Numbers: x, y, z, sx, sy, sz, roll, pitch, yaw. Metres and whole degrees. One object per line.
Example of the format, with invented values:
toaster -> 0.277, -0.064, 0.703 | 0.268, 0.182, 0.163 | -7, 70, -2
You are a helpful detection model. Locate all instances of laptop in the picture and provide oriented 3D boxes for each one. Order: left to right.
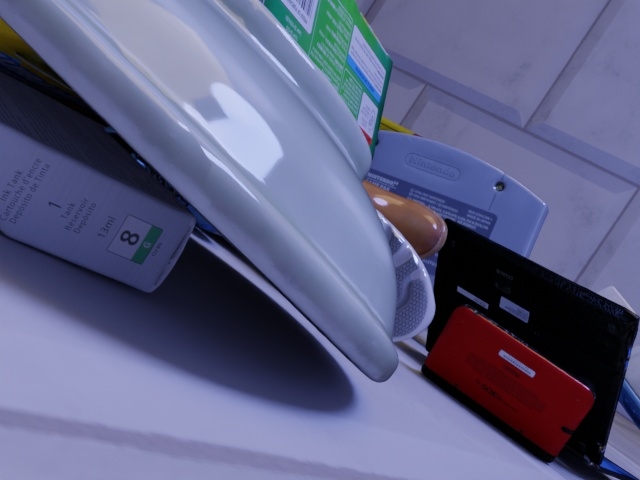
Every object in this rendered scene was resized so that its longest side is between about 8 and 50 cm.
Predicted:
laptop -> 0.239, 0.123, 0.900 | 0.136, 0.264, 0.234 | -18, 33, -36

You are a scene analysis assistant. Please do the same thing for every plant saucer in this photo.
plant saucer -> -0.076, -0.085, 0.523 | 0.400, 0.100, 0.400 | 45, -4, 4

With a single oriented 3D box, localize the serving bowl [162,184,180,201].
serving bowl -> -0.134, -0.032, 0.663 | 0.083, 0.027, 0.083 | 33, 4, -3

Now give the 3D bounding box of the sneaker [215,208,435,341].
sneaker -> 0.000, 0.000, 0.793 | 0.281, 0.105, 0.115 | 35, 4, 32

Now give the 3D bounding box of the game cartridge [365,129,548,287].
game cartridge -> 0.121, -0.027, 1.076 | 0.297, 0.198, 0.062 | 23, -9, 22

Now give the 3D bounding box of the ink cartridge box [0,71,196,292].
ink cartridge box -> -0.193, -0.065, 0.434 | 0.224, 0.056, 0.181 | 26, 8, -38

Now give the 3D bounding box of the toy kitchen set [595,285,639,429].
toy kitchen set -> 0.338, 0.194, 0.967 | 0.207, 0.122, 0.166 | 62, -2, 40

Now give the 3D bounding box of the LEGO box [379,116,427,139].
LEGO box -> 0.048, -0.091, 1.407 | 0.500, 0.193, 0.372 | 34, 1, 38

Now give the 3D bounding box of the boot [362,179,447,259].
boot -> 0.023, -0.046, 0.866 | 0.197, 0.073, 0.152 | 19, -12, 29

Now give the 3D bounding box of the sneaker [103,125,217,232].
sneaker -> -0.144, -0.053, 0.761 | 0.162, 0.063, 0.073 | 31, 20, 19

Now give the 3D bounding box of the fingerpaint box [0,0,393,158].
fingerpaint box -> -0.154, -0.210, 0.927 | 0.371, 0.163, 0.445 | 11, -3, 16

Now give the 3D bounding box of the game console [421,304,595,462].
game console -> 0.177, 0.132, 0.800 | 0.144, 0.124, 0.085 | 34, 30, 18
